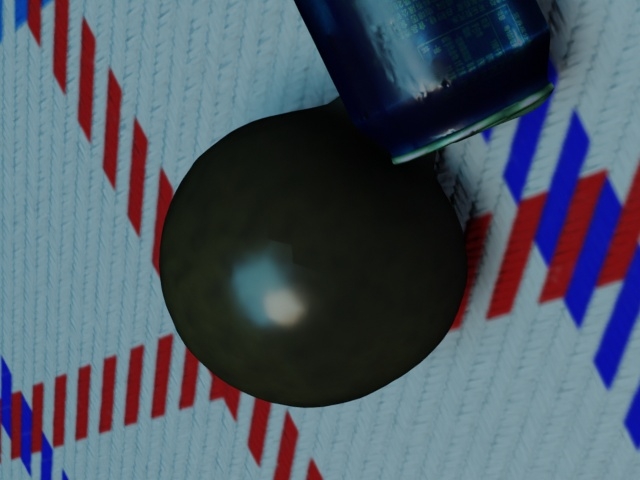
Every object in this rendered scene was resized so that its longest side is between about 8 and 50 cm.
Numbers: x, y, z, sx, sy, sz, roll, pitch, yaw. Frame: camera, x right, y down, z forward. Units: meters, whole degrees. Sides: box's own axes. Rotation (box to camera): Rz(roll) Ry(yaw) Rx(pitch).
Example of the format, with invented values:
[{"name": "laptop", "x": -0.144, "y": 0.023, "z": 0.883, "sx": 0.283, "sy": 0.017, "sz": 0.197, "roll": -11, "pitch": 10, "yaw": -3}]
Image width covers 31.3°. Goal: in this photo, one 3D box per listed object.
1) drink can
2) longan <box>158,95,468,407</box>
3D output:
[{"name": "drink can", "x": 0.038, "y": -0.148, "z": 0.598, "sx": 0.118, "sy": 0.118, "sz": 0.204, "roll": -20, "pitch": 97, "yaw": 43}, {"name": "longan", "x": 0.000, "y": 0.000, "z": 0.687, "sx": 0.185, "sy": 0.159, "sz": 0.204, "roll": 22, "pitch": 87, "yaw": 10}]
